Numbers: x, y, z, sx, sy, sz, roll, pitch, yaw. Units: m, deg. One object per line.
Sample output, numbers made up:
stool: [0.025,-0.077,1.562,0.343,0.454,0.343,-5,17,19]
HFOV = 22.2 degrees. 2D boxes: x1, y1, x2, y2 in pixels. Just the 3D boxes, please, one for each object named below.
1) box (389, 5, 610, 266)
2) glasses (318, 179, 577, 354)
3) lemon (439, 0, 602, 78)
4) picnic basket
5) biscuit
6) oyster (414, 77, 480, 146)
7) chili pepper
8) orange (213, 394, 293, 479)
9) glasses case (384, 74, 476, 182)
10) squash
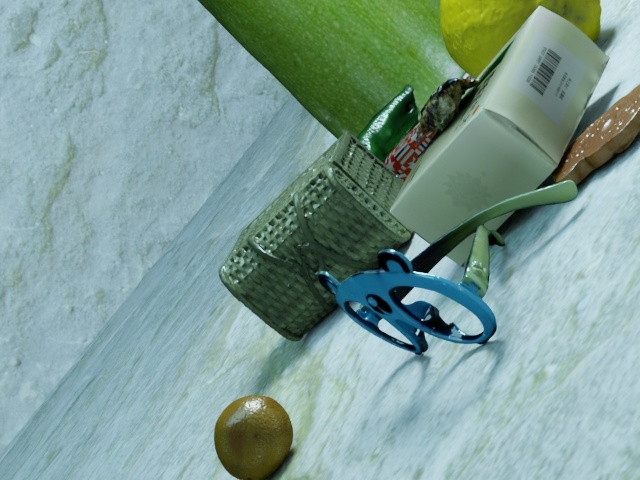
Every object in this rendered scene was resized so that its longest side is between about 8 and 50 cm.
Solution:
box: [0.176,-0.103,1.577,0.168,0.095,0.212,-47,7,40]
glasses: [0.128,0.032,1.402,0.207,0.102,0.239,-21,-1,-18]
lemon: [0.223,-0.254,1.819,0.180,0.180,0.193,-54,11,-35]
picnic basket: [0.000,0.000,1.884,0.196,0.134,0.154,-43,11,22]
biscuit: [0.257,-0.094,1.448,0.130,0.019,0.102,-43,10,27]
oyster: [0.123,-0.138,1.589,0.086,0.029,0.132,-54,2,-35]
chili pepper: [0.078,-0.127,2.243,0.224,0.061,0.098,-56,-20,-33]
orange: [-0.064,0.189,1.561,0.085,0.085,0.085,-46,9,10]
glasses case: [0.158,-0.143,2.016,0.194,0.049,0.073,-44,8,21]
squash: [0.020,-0.334,2.421,0.263,0.384,0.263,-44,11,11]
